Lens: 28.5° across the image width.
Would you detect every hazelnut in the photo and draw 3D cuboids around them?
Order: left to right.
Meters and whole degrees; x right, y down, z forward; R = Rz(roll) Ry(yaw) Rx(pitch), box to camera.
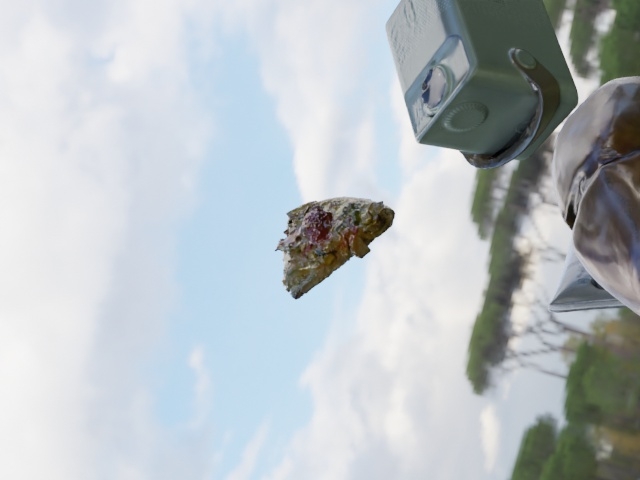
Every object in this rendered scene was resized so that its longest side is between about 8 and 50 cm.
[{"bbox_3d":[0.282,-0.019,1.000,0.181,0.181,0.212,93,168,-54],"label":"hazelnut"}]

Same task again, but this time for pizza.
[{"bbox_3d":[0.000,-0.001,0.761,0.025,0.083,0.078,56,-132,-34],"label":"pizza"}]

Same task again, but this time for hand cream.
[{"bbox_3d":[0.370,0.038,1.665,0.314,0.139,0.089,-66,-32,-69],"label":"hand cream"}]

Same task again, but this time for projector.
[{"bbox_3d":[0.204,-0.218,1.609,0.163,0.177,0.242,-52,42,47],"label":"projector"}]
